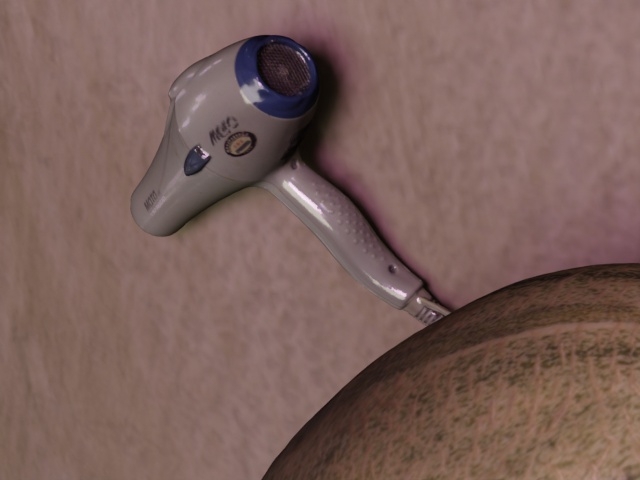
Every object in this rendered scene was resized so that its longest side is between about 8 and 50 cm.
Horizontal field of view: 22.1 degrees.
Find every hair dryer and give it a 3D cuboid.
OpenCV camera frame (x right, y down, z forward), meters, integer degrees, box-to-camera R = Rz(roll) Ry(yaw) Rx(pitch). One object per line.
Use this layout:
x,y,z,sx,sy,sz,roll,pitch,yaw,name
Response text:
-0.016,-0.002,0.822,0.199,0.067,0.167,53,146,-14,hair dryer

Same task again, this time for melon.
0.088,0.148,0.657,0.248,0.248,0.329,46,129,13,melon
